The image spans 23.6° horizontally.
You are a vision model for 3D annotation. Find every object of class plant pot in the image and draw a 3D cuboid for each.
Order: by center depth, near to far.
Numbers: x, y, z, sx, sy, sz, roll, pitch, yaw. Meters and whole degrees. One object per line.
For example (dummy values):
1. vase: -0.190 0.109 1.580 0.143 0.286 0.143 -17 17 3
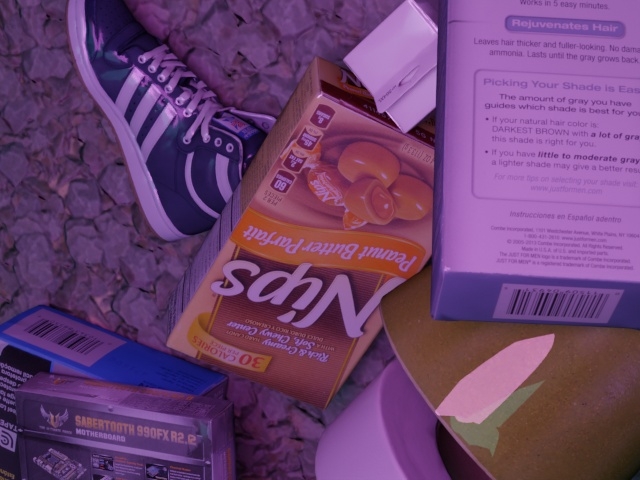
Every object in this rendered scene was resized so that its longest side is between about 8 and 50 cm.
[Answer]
1. plant pot: 0.250 0.059 1.350 0.293 0.275 0.275 -43 86 14

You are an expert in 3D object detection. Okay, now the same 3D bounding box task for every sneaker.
1. sneaker: -0.140 -0.142 1.535 0.153 0.099 0.282 -12 107 32

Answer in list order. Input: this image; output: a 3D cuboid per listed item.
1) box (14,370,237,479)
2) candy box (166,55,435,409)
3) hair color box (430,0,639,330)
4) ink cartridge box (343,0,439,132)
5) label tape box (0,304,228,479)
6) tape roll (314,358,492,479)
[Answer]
1. box: -0.200 0.242 1.584 0.231 0.056 0.183 6 108 21
2. candy box: 0.000 0.000 1.482 0.182 0.087 0.316 24 118 -16
3. hair color box: 0.188 -0.123 1.237 0.185 0.114 0.375 3 68 1
4. ink cartridge box: 0.097 -0.168 1.392 0.092 0.143 0.090 -42 86 29
5. label tape box: -0.260 0.278 1.715 0.249 0.115 0.348 19 111 18
6. tape roll: 0.134 0.244 1.423 0.286 0.286 0.100 46 117 6
